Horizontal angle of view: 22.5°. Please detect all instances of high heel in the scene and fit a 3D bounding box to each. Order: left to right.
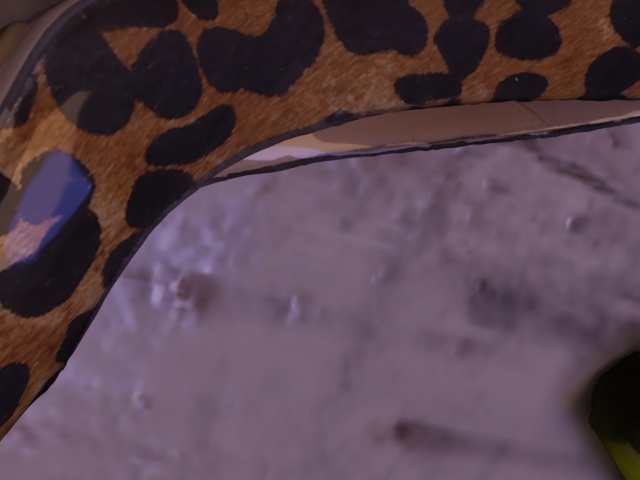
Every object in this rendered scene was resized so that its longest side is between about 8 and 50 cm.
[{"bbox_3d":[0.000,0.000,0.384,0.186,0.093,0.261,31,80,-20],"label":"high heel"}]

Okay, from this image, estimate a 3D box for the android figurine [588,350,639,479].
[{"bbox_3d":[0.196,0.121,0.526,0.248,0.056,0.273,-37,112,-12],"label":"android figurine"}]
